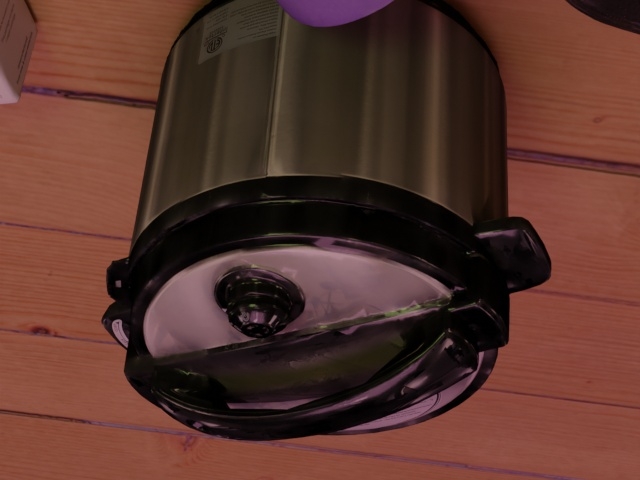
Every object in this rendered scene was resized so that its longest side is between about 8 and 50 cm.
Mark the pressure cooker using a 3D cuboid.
[{"bbox_3d":[-0.004,-0.003,1.338,0.375,0.420,0.370,16,141,-15],"label":"pressure cooker"}]

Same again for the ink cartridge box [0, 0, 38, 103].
[{"bbox_3d":[-0.412,-0.251,1.306,0.198,0.115,0.273,-4,143,12],"label":"ink cartridge box"}]

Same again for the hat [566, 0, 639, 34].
[{"bbox_3d":[0.338,-0.248,1.209,0.331,0.134,0.331,3,144,2],"label":"hat"}]

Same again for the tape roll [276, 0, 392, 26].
[{"bbox_3d":[0.021,-0.276,1.160,0.189,0.189,0.080,-19,137,29],"label":"tape roll"}]
